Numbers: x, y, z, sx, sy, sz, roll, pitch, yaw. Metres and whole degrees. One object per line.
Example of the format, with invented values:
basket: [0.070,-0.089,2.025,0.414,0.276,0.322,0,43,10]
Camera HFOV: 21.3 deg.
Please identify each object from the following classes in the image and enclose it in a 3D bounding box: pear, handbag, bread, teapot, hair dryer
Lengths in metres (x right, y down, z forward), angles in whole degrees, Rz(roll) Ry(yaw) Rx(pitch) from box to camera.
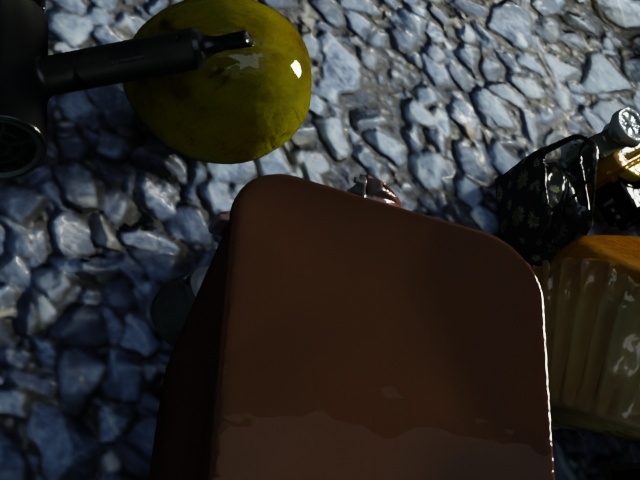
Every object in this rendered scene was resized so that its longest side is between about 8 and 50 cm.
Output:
pear: [-0.086,-0.140,1.467,0.162,0.149,0.148,3,55,-32]
handbag: [0.223,-0.048,1.605,0.072,0.139,0.115,13,50,-15]
bread: [0.327,0.090,1.488,0.389,0.236,0.183,11,88,-54]
teapot: [-0.087,0.056,1.371,0.088,0.057,0.066,23,47,-16]
hair dryer: [-0.178,-0.161,1.397,0.248,0.078,0.195,-8,54,4]

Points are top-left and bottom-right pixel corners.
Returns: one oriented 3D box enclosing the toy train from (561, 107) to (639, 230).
toy train: [0.329,-0.073,1.737,0.219,0.089,0.127,-24,82,-44]

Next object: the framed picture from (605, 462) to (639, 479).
framed picture: [0.298,0.223,1.443,0.149,0.109,0.011,-70,149,-67]

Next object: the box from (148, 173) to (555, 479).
box: [0.010,0.168,1.207,0.239,0.229,0.339,14,49,-14]

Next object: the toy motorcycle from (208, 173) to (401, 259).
toy motorcycle: [0.000,0.000,1.460,0.213,0.084,0.118,-2,65,-29]

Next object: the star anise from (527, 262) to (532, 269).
star anise: [0.209,0.082,1.557,0.129,0.056,0.124,23,70,-28]
